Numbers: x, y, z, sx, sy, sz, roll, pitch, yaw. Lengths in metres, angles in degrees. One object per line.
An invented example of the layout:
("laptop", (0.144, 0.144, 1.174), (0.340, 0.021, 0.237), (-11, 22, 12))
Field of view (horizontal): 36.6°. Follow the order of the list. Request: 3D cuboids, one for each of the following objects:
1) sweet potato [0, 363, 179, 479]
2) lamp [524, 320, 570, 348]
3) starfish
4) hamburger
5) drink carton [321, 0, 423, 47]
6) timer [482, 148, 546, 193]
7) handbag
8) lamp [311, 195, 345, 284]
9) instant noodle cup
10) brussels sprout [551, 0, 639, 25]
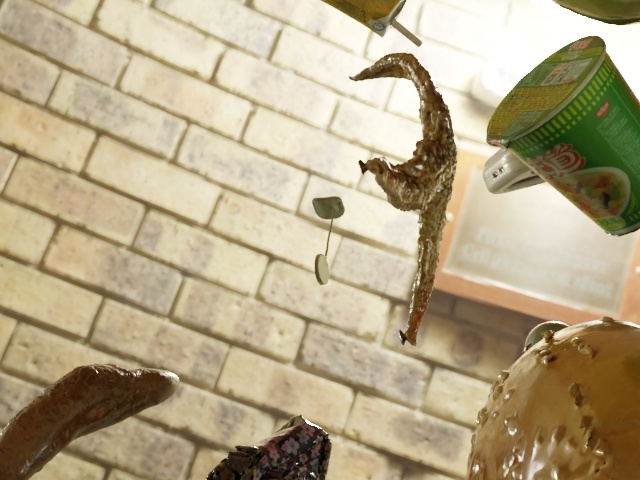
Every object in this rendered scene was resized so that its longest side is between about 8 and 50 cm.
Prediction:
("sweet potato", (-0.340, 0.237, 1.369), (0.092, 0.341, 0.114), (10, -62, 42))
("lamp", (0.427, 0.200, 1.771), (0.105, 0.105, 0.105), (19, -15, 5))
("starfish", (0.112, -0.083, 1.241), (0.132, 0.398, 0.383), (-6, -44, 4))
("hamburger", (0.266, 0.189, 0.709), (0.268, 0.287, 0.445), (13, 30, -3))
("drink carton", (0.079, -0.373, 1.509), (0.200, 0.084, 0.074), (31, -30, 8))
("timer", (0.456, -0.173, 1.915), (0.262, 0.087, 0.237), (-15, -8, -14))
("handbag", (-0.083, 0.361, 1.348), (0.127, 0.228, 0.208), (32, 28, 26))
("lamp", (0.000, 0.000, 1.593), (0.056, 0.198, 0.050), (-7, -52, 17))
("instant noodle cup", (0.382, -0.132, 1.358), (0.233, 0.207, 0.207), (44, -22, -17))
("brussels sprout", (0.301, -0.331, 0.875), (0.274, 0.316, 0.242), (-38, -71, 25))
